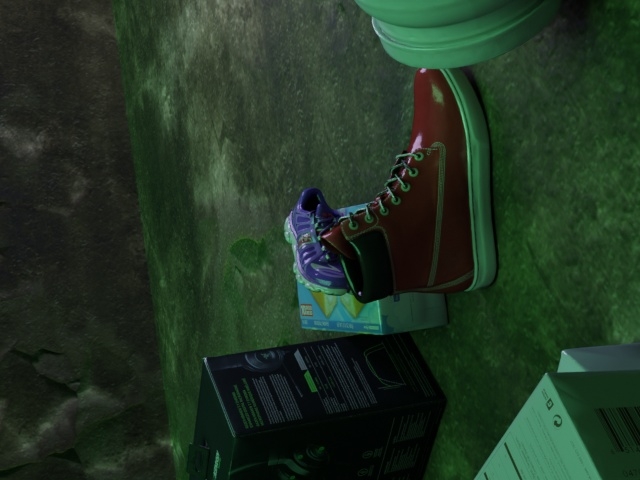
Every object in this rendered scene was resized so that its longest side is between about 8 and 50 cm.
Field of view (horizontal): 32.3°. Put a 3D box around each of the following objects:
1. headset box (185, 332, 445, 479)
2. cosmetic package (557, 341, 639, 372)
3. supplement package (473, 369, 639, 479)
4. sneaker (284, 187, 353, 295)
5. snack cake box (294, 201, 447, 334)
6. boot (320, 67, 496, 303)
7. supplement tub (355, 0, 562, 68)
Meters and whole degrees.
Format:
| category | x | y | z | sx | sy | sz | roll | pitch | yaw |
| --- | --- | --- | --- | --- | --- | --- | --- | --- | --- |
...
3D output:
| category | x | y | z | sx | sy | sz | roll | pitch | yaw |
| --- | --- | --- | --- | --- | --- | --- | --- | --- | --- |
| headset box | -0.021 | 0.254 | 1.350 | 0.131 | 0.283 | 0.246 | -119 | 29 | -45 |
| cosmetic package | 0.280 | 0.290 | 0.804 | 0.377 | 0.097 | 0.284 | -131 | 43 | -56 |
| supplement package | 0.182 | 0.186 | 0.773 | 0.105 | 0.105 | 0.179 | -112 | 32 | -40 |
| sneaker | 0.000 | 0.000 | 1.274 | 0.170 | 0.068 | 0.071 | -118 | 36 | -46 |
| snack cake box | 0.052 | 0.032 | 1.361 | 0.264 | 0.089 | 0.152 | 172 | 91 | -69 |
| boot | 0.080 | -0.062 | 1.135 | 0.088 | 0.176 | 0.244 | 168 | 96 | -71 |
| supplement tub | 0.090 | -0.298 | 0.903 | 0.191 | 0.191 | 0.272 | 55 | 172 | 52 |
